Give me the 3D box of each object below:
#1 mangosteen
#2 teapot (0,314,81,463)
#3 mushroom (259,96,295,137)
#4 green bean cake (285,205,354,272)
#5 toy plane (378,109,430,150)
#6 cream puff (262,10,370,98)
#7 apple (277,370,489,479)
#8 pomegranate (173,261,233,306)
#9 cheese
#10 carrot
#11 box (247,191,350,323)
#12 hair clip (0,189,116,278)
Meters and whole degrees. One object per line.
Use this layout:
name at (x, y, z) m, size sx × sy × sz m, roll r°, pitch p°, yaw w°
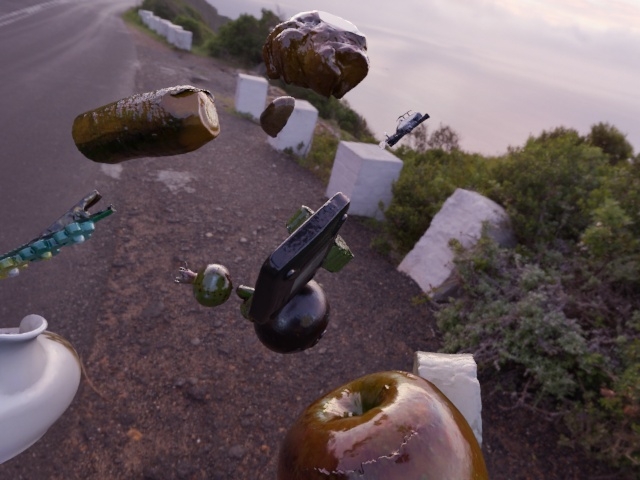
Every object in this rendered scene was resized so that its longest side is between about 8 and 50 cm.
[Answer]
mangosteen at (-0.118, 0.249, 1.494) m, size 0.312 × 0.310 × 0.311 m, roll 11°, pitch 28°, yaw -6°
teapot at (-0.353, 0.136, 0.402) m, size 0.299 × 0.139 × 0.204 m, roll -6°, pitch 7°, yaw 21°
mushroom at (-0.172, -0.452, 1.573) m, size 0.094 × 0.210 × 0.072 m, roll 19°, pitch 60°, yaw -29°
green bean cake at (0.000, 0.000, 1.410) m, size 0.214 × 0.113 × 0.200 m, roll 49°, pitch 7°, yaw 27°
toy plane at (0.281, -0.383, 1.463) m, size 0.053 × 0.197 × 0.078 m, roll 43°, pitch 26°, yaw -31°
cream puff at (-0.004, -0.424, 0.962) m, size 0.241 × 0.154 × 0.268 m, roll 15°, pitch 33°, yaw 0°
apple at (0.111, 0.434, 0.753) m, size 0.375 × 0.373 × 0.384 m, roll 29°, pitch 28°, yaw 26°
pomegranate at (-0.330, 0.122, 1.224) m, size 0.160 × 0.129 × 0.129 m, roll 18°, pitch 28°, yaw 2°
cheese at (0.309, 0.437, 1.087) m, size 0.153 × 0.291 × 0.332 m, roll 0°, pitch -18°, yaw 12°
carrot at (-0.211, -0.140, 0.526) m, size 0.173 × 0.082 × 0.082 m, roll -9°, pitch 23°, yaw 17°
box at (-0.049, 0.046, 1.010) m, size 0.073 × 0.288 × 0.290 m, roll 38°, pitch 53°, yaw 10°
hair clip at (-0.327, 0.002, 0.506) m, size 0.173 × 0.049 × 0.049 m, roll -35°, pitch 44°, yaw -10°
